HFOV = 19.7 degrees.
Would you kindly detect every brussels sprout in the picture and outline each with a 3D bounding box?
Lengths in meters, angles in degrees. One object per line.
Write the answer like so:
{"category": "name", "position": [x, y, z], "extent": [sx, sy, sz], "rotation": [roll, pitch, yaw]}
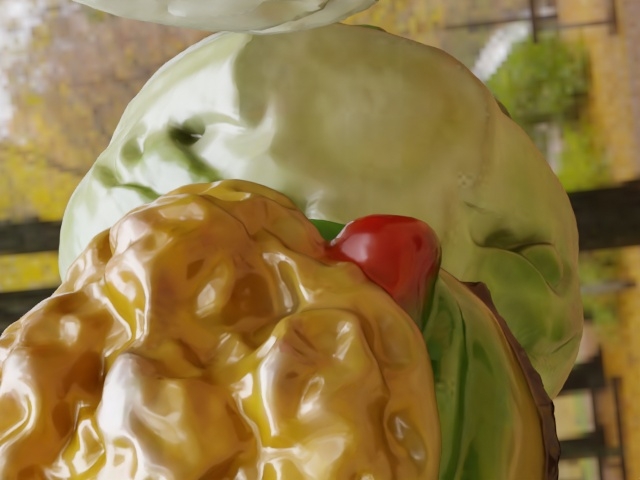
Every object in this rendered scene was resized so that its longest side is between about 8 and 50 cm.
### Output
{"category": "brussels sprout", "position": [0.000, 0.000, 1.077], "extent": [0.328, 0.328, 0.247], "rotation": [67, -157, -70]}

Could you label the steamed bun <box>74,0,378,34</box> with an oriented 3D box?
{"category": "steamed bun", "position": [-0.066, -0.264, 0.815], "extent": [0.339, 0.247, 0.352], "rotation": [32, -115, -46]}

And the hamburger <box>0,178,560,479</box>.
{"category": "hamburger", "position": [-0.039, 0.081, 0.679], "extent": [0.149, 0.237, 0.237], "rotation": [27, -128, -48]}
